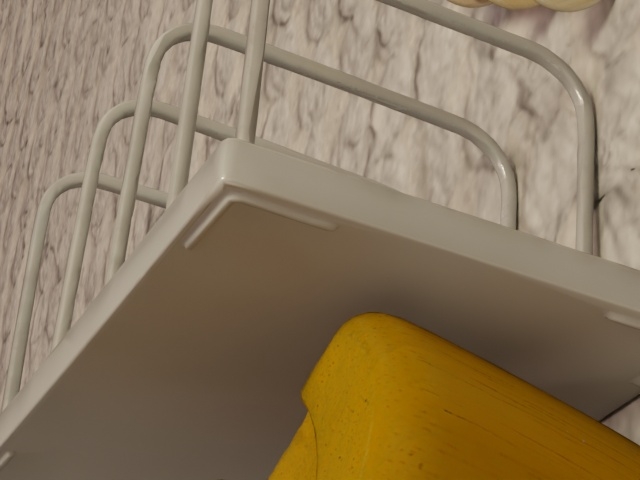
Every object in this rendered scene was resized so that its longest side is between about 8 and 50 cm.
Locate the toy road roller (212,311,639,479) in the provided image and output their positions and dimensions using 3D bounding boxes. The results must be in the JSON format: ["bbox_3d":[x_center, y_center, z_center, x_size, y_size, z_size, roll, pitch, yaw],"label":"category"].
[{"bbox_3d":[0.028,0.171,0.583,0.241,0.202,0.329,-60,21,7],"label":"toy road roller"}]

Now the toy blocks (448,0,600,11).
[{"bbox_3d":[0.091,-0.165,0.849,0.148,0.054,0.123,-157,82,-69],"label":"toy blocks"}]

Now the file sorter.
[{"bbox_3d":[0.000,0.000,0.775,0.278,0.193,0.173,-46,32,51],"label":"file sorter"}]
